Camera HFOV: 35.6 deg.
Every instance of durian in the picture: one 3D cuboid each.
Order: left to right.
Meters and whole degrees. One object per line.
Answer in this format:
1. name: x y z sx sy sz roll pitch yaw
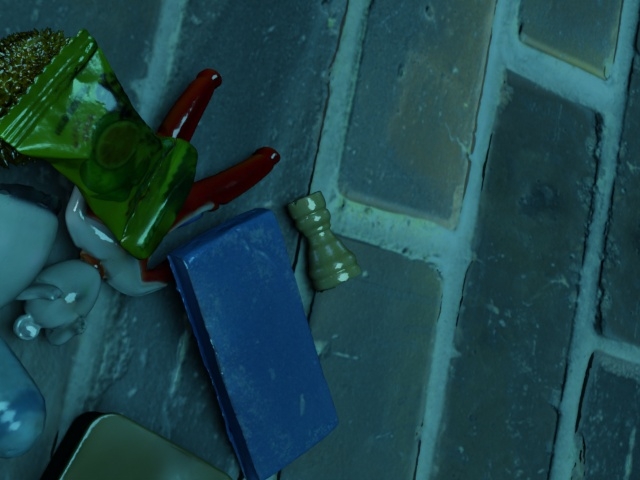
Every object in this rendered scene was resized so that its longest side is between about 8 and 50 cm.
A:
1. durian: -0.313 -0.157 1.072 0.137 0.168 0.158 33 52 -5

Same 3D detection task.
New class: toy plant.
1. toy plant: -0.383 0.104 0.954 0.247 0.247 0.332 11 78 -28

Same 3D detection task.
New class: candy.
1. candy: -0.224 -0.100 1.041 0.149 0.069 0.246 -63 148 -20

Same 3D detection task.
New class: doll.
1. doll: -0.209 -0.025 1.155 0.384 0.099 0.188 -48 116 -28

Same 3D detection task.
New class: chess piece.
1. chess piece: 0.000 0.000 1.286 0.066 0.066 0.122 -27 94 -28

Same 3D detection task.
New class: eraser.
1. eraser: -0.074 0.127 1.200 0.144 0.042 0.312 -29 113 -34

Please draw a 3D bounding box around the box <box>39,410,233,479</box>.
1. box: -0.212 0.291 1.125 0.201 0.090 0.145 34 70 -23
